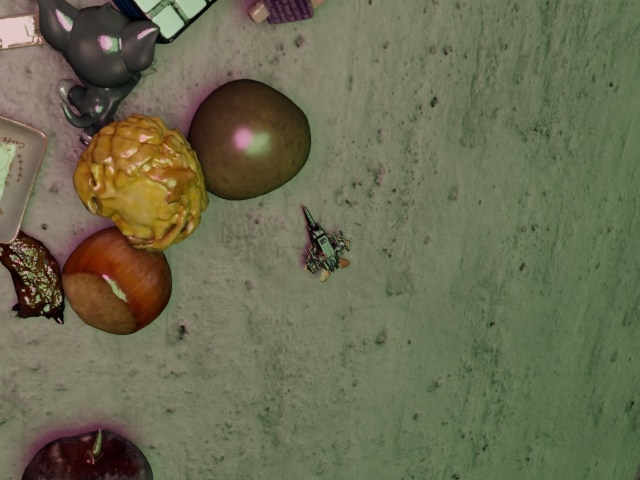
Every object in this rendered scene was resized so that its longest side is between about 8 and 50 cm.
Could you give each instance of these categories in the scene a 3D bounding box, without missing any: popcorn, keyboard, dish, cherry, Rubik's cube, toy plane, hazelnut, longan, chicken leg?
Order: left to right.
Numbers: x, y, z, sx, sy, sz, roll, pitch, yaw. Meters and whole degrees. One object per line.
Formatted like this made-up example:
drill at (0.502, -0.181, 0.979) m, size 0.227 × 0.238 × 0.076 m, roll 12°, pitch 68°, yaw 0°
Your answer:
dish at (-0.578, -0.116, 1.028) m, size 0.151 × 0.077 × 0.213 m, roll 17°, pitch 99°, yaw -34°
chicken leg at (-0.546, 0.064, 1.121) m, size 0.105 × 0.063 × 0.234 m, roll -21°, pitch 115°, yaw -26°
keyboard at (-0.488, -0.361, 1.025) m, size 0.165 × 0.017 × 0.055 m, roll -17°, pitch 111°, yaw -23°
cherry at (-0.481, 0.517, 1.230) m, size 0.254 × 0.218 × 0.296 m, roll 4°, pitch 116°, yaw -29°
hazelnut at (-0.383, 0.076, 1.149) m, size 0.214 × 0.176 × 0.215 m, roll -22°, pitch 118°, yaw -50°
popcorn at (-0.315, -0.105, 1.054) m, size 0.190 × 0.250 × 0.250 m, roll -53°, pitch 131°, yaw -43°
Rubik's cube at (-0.277, -0.449, 1.020) m, size 0.163 × 0.160 × 0.162 m, roll -46°, pitch 123°, yaw -7°
longan at (-0.145, -0.189, 1.165) m, size 0.245 × 0.215 × 0.246 m, roll -1°, pitch 128°, yaw -1°
toy plane at (0.002, 0.001, 1.394) m, size 0.130 × 0.061 × 0.189 m, roll -32°, pitch 120°, yaw -14°

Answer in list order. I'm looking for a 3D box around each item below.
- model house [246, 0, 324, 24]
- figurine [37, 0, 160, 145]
model house at (-0.084, -0.538, 1.076) m, size 0.237 × 0.202 × 0.237 m, roll -37°, pitch 154°, yaw -3°
figurine at (-0.390, -0.282, 1.006) m, size 0.193 × 0.140 × 0.265 m, roll 24°, pitch 112°, yaw -11°
